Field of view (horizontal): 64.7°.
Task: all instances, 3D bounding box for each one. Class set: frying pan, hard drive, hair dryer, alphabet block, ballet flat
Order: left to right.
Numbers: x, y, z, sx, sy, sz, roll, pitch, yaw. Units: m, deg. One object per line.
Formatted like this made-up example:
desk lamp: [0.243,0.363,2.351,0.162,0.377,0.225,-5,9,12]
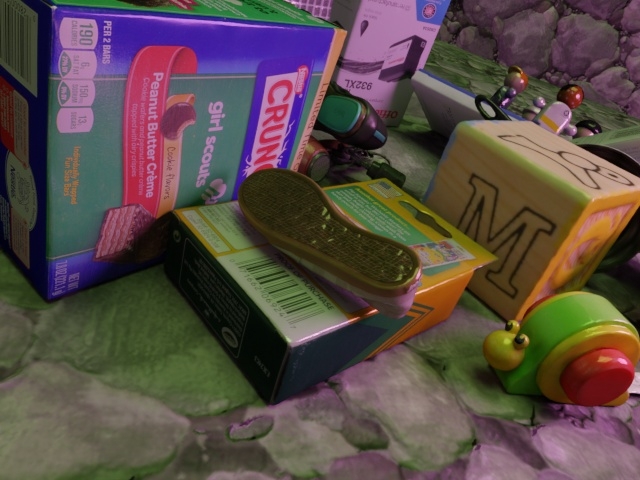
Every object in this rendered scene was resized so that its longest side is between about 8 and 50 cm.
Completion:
hair dryer: [-0.010,-0.140,0.850,0.294,0.080,0.223,19,15,-8]
ballet flat: [0.020,-0.218,0.861,0.096,0.095,0.280,21,20,-39]
hard drive: [0.345,-0.230,1.067,0.319,0.040,0.210,40,1,32]
alphabet block: [0.275,-0.037,0.692,0.193,0.193,0.197,-11,42,-37]
frying pan: [0.352,-0.079,0.803,0.326,0.197,0.053,35,23,30]

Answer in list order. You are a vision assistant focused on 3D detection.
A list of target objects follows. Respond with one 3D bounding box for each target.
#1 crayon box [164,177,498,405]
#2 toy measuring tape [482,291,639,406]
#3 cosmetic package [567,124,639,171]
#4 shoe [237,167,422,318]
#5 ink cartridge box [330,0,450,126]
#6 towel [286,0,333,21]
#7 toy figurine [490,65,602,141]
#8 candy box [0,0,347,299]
crayon box: [0.023,0.028,0.568,0.323,0.083,0.203,-14,44,-40]
toy measuring tape: [0.329,0.120,0.551,0.330,0.121,0.121,8,33,-16]
cosmetic package: [0.494,-0.083,0.838,0.152,0.183,0.151,-7,13,38]
shoe: [0.000,0.000,0.477,0.076,0.058,0.219,-41,55,-20]
ink cartridge box: [0.110,-0.410,1.080,0.223,0.307,0.129,-6,41,-34]
towel: [-0.087,-0.414,0.888,0.235,0.283,0.121,-15,46,-42]
toy figurine: [0.467,-0.253,1.079,0.209,0.148,0.213,40,1,-43]
candy box: [-0.149,-0.115,0.526,0.122,0.268,0.317,38,37,23]
